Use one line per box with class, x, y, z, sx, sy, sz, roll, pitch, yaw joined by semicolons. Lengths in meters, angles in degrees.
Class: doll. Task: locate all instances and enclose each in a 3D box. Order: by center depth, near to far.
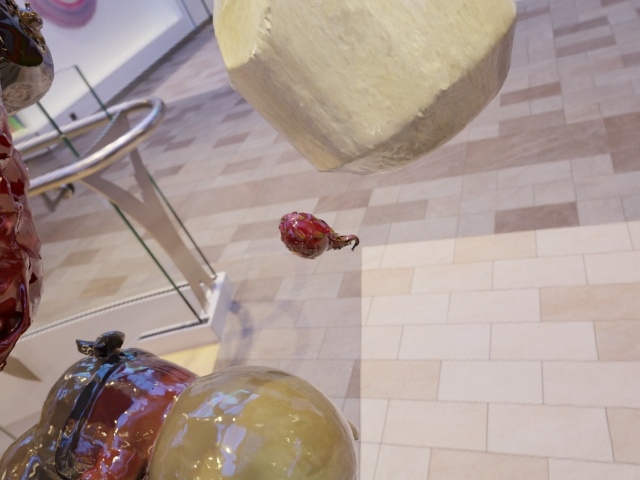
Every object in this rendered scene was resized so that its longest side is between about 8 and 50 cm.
doll;-0.126;0.184;0.492;0.329;0.175;0.235;8;3;12

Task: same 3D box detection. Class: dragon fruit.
dragon fruit;0.000;0.000;1.050;0.094;0.190;0.094;-37;44;47

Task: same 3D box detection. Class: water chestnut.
water chestnut;-0.724;-0.372;0.991;0.346;0.335;0.335;-27;34;8

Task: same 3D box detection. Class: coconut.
coconut;0.024;-0.196;0.451;0.237;0.266;0.237;-36;21;17

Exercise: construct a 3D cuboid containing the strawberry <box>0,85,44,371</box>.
strawberry;-0.331;-0.043;0.317;0.295;0.345;0.317;-8;27;34
